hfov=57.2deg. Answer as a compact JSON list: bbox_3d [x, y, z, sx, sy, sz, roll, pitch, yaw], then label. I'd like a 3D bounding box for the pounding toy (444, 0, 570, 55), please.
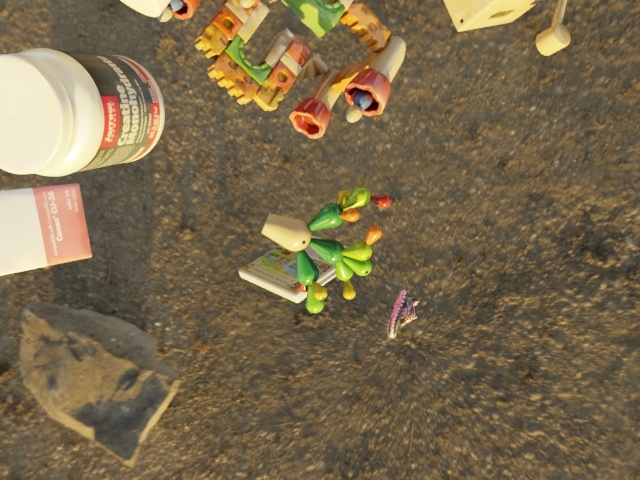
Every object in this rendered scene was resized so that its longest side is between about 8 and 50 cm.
[{"bbox_3d":[0.265,-0.343,0.825,0.181,0.094,0.206,-22,87,-33],"label":"pounding toy"}]

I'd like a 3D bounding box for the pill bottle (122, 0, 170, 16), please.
[{"bbox_3d":[-0.213,-0.478,0.846,0.162,0.162,0.279,30,82,12],"label":"pill bottle"}]

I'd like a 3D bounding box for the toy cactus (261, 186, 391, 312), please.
[{"bbox_3d":[0.000,0.000,0.919,0.180,0.112,0.219,23,116,-6],"label":"toy cactus"}]

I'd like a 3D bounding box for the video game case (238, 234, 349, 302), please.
[{"bbox_3d":[-0.051,0.057,1.396,0.206,0.026,0.226,-33,32,-31],"label":"video game case"}]

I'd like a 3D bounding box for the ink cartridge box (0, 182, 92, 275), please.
[{"bbox_3d":[-0.299,0.002,0.453,0.115,0.198,0.067,-5,97,44],"label":"ink cartridge box"}]

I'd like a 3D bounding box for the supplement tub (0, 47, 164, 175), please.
[{"bbox_3d":[-0.399,-0.209,0.955,0.190,0.272,0.191,4,105,15],"label":"supplement tub"}]

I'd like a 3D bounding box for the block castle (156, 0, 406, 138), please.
[{"bbox_3d":[-0.086,-0.405,1.153,0.453,0.303,0.213,39,67,-24],"label":"block castle"}]

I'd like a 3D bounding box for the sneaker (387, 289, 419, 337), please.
[{"bbox_3d":[0.187,0.168,1.308,0.057,0.047,0.119,26,60,-1],"label":"sneaker"}]
